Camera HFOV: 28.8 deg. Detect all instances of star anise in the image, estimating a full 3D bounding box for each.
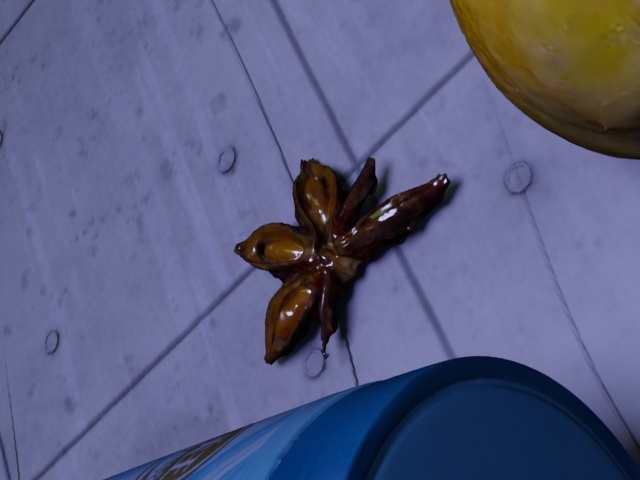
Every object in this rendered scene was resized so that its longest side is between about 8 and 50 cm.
[{"bbox_3d":[-0.003,-0.001,0.965,0.157,0.053,0.212,47,112,41],"label":"star anise"}]

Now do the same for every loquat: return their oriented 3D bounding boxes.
[{"bbox_3d":[0.195,-0.184,0.689,0.275,0.275,0.274,-15,68,40],"label":"loquat"}]

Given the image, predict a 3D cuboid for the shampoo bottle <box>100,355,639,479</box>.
[{"bbox_3d":[-0.007,0.267,0.695,0.343,0.331,0.331,-25,61,39],"label":"shampoo bottle"}]
